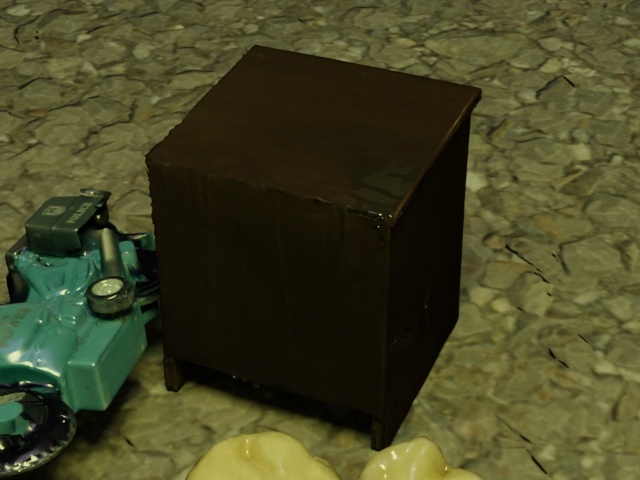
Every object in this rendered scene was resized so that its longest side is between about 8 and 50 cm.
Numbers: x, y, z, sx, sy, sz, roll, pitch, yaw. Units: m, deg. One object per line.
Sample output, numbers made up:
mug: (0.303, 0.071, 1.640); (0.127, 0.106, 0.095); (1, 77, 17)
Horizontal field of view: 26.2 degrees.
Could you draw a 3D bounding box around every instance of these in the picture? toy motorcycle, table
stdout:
toy motorcycle: (-0.206, 0.066, 0.911); (0.182, 0.123, 0.272); (3, 30, 17)
table: (0.000, 0.000, 0.936); (0.169, 0.193, 0.172); (14, 38, 19)

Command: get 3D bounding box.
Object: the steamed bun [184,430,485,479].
steamed bun: (-0.025, 0.232, 0.668); (0.292, 0.137, 0.295); (16, 47, 15)
